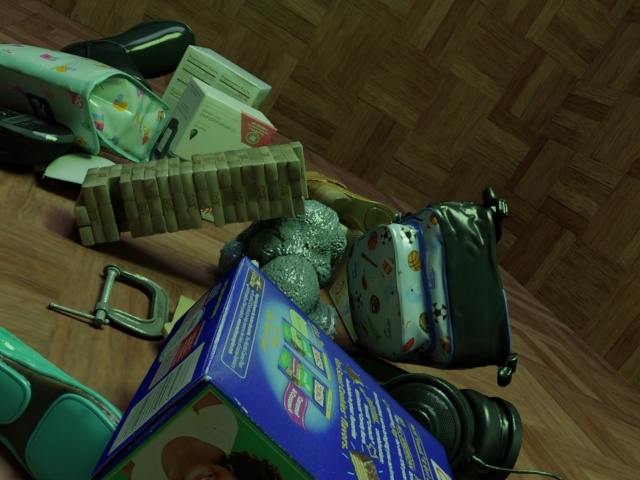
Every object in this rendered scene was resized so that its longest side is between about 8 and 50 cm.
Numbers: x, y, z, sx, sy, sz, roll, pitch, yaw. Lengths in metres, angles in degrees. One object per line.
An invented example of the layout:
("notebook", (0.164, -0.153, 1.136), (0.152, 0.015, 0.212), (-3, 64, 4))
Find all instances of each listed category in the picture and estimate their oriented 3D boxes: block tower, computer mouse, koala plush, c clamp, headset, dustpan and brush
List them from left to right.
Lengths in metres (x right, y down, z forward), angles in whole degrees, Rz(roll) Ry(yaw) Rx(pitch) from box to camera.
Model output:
("computer mouse", (-0.524, -0.177, 0.976), (0.272, 0.072, 0.188), (20, 16, 0))
("dustpan and brush", (-0.397, -0.116, 1.072), (0.147, 0.060, 0.211), (13, 27, -23))
("c clamp", (-0.252, 0.071, 0.784), (0.137, 0.022, 0.160), (28, 15, -15))
("block tower", (-0.183, -0.072, 0.913), (0.336, 0.090, 0.097), (-10, 26, -9))
("koala plush", (-0.054, 0.057, 0.960), (0.196, 0.203, 0.221), (33, 27, -13))
("headset", (0.160, 0.279, 0.817), (0.243, 0.185, 0.394), (25, 0, -39))

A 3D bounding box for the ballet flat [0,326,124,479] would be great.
("ballet flat", (-0.221, 0.139, 0.509), (0.247, 0.083, 0.087), (35, 0, 2))

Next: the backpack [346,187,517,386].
("backpack", (0.155, 0.080, 0.952), (0.213, 0.276, 0.263), (2, -11, -12))

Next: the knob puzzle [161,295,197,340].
("knob puzzle", (-0.114, 0.157, 0.773), (0.213, 0.030, 0.213), (31, 14, -8))

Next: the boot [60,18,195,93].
("boot", (-0.450, -0.412, 1.470), (0.445, 0.367, 0.146), (-129, -159, -61))

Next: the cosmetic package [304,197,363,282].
("cosmetic package", (0.000, 0.000, 1.307), (0.129, 0.153, 0.296), (38, 14, 20))

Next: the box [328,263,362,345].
("box", (0.106, 0.119, 1.196), (0.103, 0.114, 0.203), (25, 15, -22))

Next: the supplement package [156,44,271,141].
("supplement package", (-0.283, -0.323, 1.568), (0.198, 0.262, 0.199), (31, 15, -4))

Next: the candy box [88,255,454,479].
("candy box", (-0.006, 0.194, 0.545), (0.317, 0.122, 0.268), (45, 10, -11))

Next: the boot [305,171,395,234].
("boot", (0.053, -0.079, 1.242), (0.197, 0.073, 0.152), (24, 12, -38))

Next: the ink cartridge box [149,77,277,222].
("ink cartridge box", (-0.228, -0.171, 1.226), (0.172, 0.237, 0.100), (21, 20, -38))

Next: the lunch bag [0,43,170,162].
("lunch bag", (-0.430, -0.248, 1.094), (0.223, 0.160, 0.262), (22, 1, 12))
